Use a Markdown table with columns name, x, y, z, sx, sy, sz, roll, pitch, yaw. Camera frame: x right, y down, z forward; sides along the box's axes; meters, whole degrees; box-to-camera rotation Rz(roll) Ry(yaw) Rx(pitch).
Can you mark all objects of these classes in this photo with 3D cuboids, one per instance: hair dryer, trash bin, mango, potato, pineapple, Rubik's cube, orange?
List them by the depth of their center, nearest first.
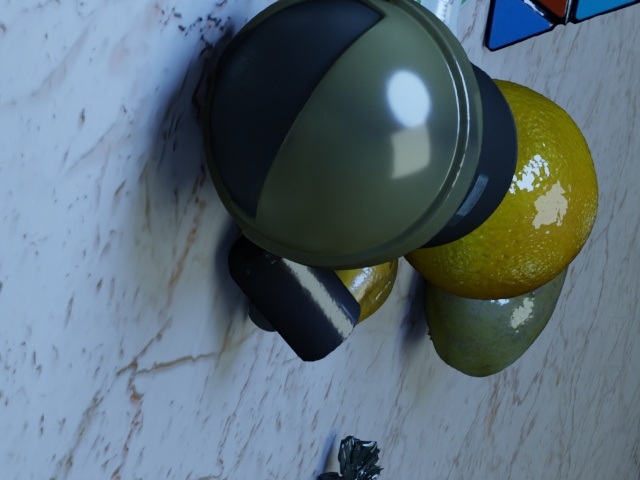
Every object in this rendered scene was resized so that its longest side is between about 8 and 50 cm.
| name | x | y | z | sx | sy | sz | roll | pitch | yaw |
| --- | --- | --- | --- | --- | --- | --- | --- | --- | --- |
| trash bin | 0.031 | -0.085 | 1.423 | 0.334 | 0.214 | 0.214 | -4 | 111 | -72 |
| hair dryer | -0.004 | -0.018 | 1.609 | 0.114 | 0.071 | 0.248 | 51 | 34 | -27 |
| mango | 0.035 | 0.043 | 1.803 | 0.114 | 0.057 | 0.079 | -50 | 157 | -31 |
| orange | 0.166 | -0.049 | 1.835 | 0.236 | 0.236 | 0.236 | 18 | 90 | -71 |
| pineapple | 0.021 | 0.283 | 1.951 | 0.074 | 0.074 | 0.159 | 58 | 51 | -66 |
| Rubik's cube | 0.238 | -0.359 | 2.009 | 0.250 | 0.284 | 0.234 | -35 | 131 | -6 |
| potato | 0.204 | 0.032 | 2.122 | 0.251 | 0.159 | 0.174 | -62 | -171 | 7 |

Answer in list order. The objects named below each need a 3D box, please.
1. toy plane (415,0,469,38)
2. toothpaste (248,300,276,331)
| name | x | y | z | sx | sy | sz | roll | pitch | yaw |
| --- | --- | --- | --- | --- | --- | --- | --- | --- | --- |
| toy plane | 0.090 | -0.220 | 1.644 | 0.255 | 0.101 | 0.251 | -69 | 162 | 3 |
| toothpaste | 0.000 | 0.000 | 1.690 | 0.239 | 0.039 | 0.062 | -54 | 148 | -47 |
